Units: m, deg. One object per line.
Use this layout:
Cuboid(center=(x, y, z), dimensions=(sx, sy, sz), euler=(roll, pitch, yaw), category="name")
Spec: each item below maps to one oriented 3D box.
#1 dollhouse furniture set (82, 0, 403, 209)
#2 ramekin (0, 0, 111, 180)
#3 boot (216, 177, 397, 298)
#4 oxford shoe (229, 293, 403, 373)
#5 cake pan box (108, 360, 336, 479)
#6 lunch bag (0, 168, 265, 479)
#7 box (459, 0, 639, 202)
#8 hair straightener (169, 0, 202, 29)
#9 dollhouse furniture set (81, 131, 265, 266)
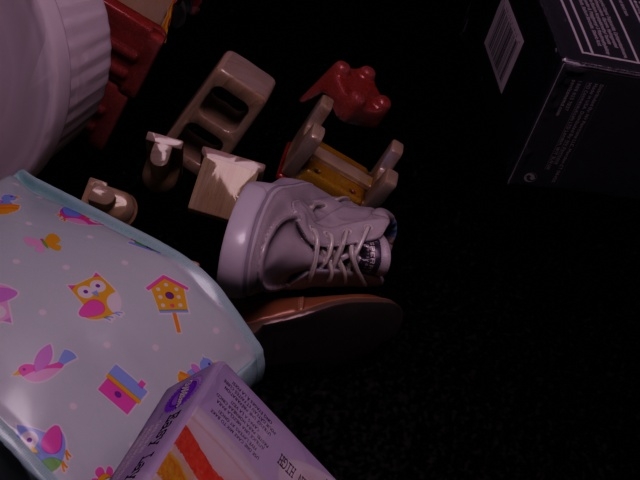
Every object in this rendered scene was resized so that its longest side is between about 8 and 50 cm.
Cuboid(center=(-0.104, -0.155, 1.288), dimensions=(0.374, 0.152, 0.201), euler=(31, 37, -12), category="dollhouse furniture set")
Cuboid(center=(-0.305, -0.175, 1.115), dimensions=(0.273, 0.273, 0.127), euler=(29, 29, 13), category="ramekin")
Cuboid(center=(0.000, 0.000, 1.095), dimensions=(0.123, 0.095, 0.258), euler=(13, 15, 9), category="boot")
Cuboid(center=(-0.029, 0.069, 1.085), dimensions=(0.212, 0.076, 0.076), euler=(-5, 34, -28), category="oxford shoe")
Cuboid(center=(-0.040, 0.248, 0.788), dimensions=(0.267, 0.070, 0.245), euler=(50, 39, -13), category="cake pan box")
Cuboid(center=(-0.199, 0.090, 0.924), dimensions=(0.262, 0.160, 0.223), euler=(29, 39, 21), category="lunch bag")
Cuboid(center=(0.342, -0.196, 1.451), dimensions=(0.294, 0.182, 0.296), euler=(7, 42, -13), category="box")
Cuboid(center=(-0.252, -0.287, 1.426), dimensions=(0.230, 0.047, 0.089), euler=(23, 39, 5), category="hair straightener")
Cuboid(center=(-0.144, -0.002, 1.154), dimensions=(0.144, 0.123, 0.151), euler=(17, 74, -2), category="dollhouse furniture set")
